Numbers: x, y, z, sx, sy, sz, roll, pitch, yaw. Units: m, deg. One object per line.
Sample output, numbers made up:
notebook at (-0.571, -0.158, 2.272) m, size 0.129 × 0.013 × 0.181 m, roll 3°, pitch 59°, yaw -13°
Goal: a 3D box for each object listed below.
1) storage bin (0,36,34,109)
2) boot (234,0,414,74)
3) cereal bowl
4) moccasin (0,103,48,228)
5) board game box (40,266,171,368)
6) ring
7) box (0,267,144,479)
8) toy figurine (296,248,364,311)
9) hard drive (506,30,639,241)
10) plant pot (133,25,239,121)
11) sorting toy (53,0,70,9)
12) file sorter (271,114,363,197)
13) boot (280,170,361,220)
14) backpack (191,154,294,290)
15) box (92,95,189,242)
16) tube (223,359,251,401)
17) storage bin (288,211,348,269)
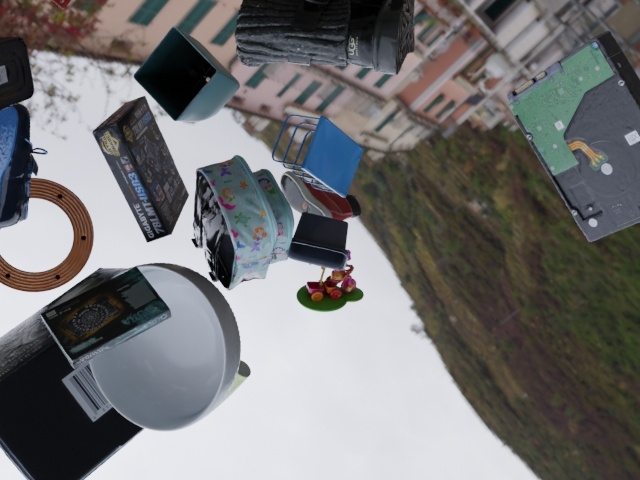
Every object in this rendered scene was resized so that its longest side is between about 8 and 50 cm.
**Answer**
storage bin at (-0.639, -0.315, 1.458) m, size 0.180 × 0.084 × 0.122 m, roll -59°, pitch -29°, yaw -63°
boot at (0.021, -0.369, 1.262) m, size 0.260 × 0.131 × 0.348 m, roll 6°, pitch -154°, yaw 12°
cereal bowl at (-0.304, 0.207, 1.567) m, size 0.339 × 0.339 × 0.141 m, roll 51°, pitch -159°, yaw 10°
moccasin at (-0.766, -0.191, 1.907) m, size 0.138 × 0.342 × 0.117 m, roll 41°, pitch -147°, yaw 26°
board game box at (-0.371, 0.130, 1.330) m, size 0.186 × 0.026 × 0.126 m, roll -28°, pitch -126°, yaw -25°
ring at (-0.835, -0.016, 2.238) m, size 0.336 × 0.336 × 0.032 m, roll 42°, pitch 178°, yaw -14°
box at (-0.578, 0.311, 1.841) m, size 0.297 × 0.480 × 0.472 m, roll 58°, pitch 153°, yaw -14°
toy figurine at (0.030, 0.073, 1.880) m, size 0.173 × 0.159 × 0.130 m, roll -4°, pitch -150°, yaw -14°
hard drive at (0.527, -0.188, 1.447) m, size 0.064 × 0.237 × 0.339 m, roll -31°, pitch -92°, yaw -39°
plant pot at (-0.314, -0.405, 1.950) m, size 0.165 × 0.165 × 0.234 m, roll 47°, pitch -165°, yaw 11°
sorting toy at (-0.528, -0.553, 1.479) m, size 0.274 × 0.132 × 0.046 m, roll 39°, pitch -173°, yaw 17°
file sorter at (-0.007, -0.184, 1.650) m, size 0.105 × 0.118 × 0.170 m, roll 16°, pitch 171°, yaw 36°
boot at (0.005, -0.136, 2.321) m, size 0.176 × 0.088 × 0.244 m, roll -20°, pitch -128°, yaw -38°
backpack at (-0.164, -0.046, 1.557) m, size 0.253 × 0.191 × 0.225 m, roll 96°, pitch 149°, yaw -60°
box at (-0.431, -0.183, 1.890) m, size 0.295 × 0.073 × 0.293 m, roll -91°, pitch -21°, yaw -67°
tube at (-0.285, 0.426, 2.132) m, size 0.070 × 0.240 × 0.062 m, roll 28°, pitch -151°, yaw -23°
storage bin at (0.000, 0.000, 1.685) m, size 0.135 × 0.098 × 0.091 m, roll 14°, pitch -119°, yaw 2°
